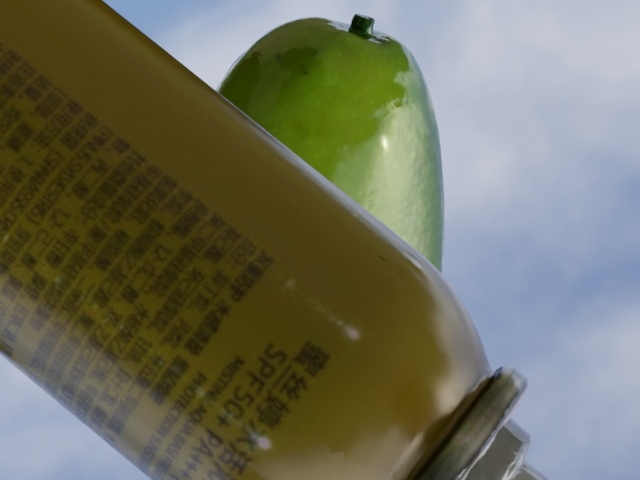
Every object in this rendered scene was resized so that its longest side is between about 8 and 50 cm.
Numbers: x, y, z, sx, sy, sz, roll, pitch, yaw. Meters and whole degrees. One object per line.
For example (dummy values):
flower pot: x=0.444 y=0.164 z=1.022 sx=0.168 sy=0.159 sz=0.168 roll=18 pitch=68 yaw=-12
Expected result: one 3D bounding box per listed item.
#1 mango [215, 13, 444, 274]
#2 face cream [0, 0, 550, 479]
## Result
mango: x=0.000 y=0.000 z=1.391 sx=0.192 sy=0.343 sz=0.156 roll=-11 pitch=-157 yaw=-15
face cream: x=-0.070 y=-0.010 z=0.558 sx=0.349 sy=0.105 sz=0.105 roll=39 pitch=-125 yaw=6
